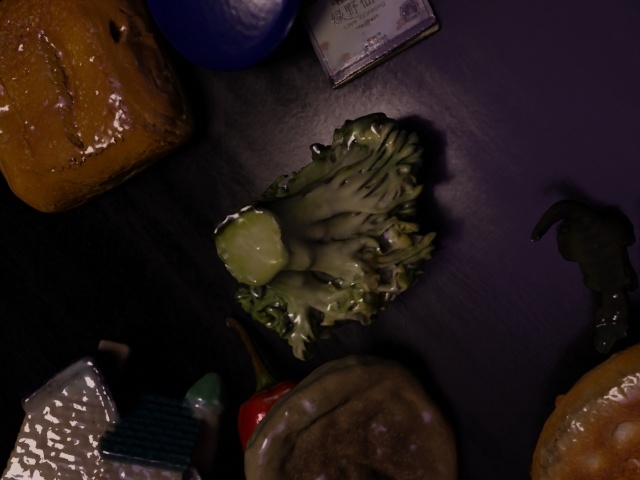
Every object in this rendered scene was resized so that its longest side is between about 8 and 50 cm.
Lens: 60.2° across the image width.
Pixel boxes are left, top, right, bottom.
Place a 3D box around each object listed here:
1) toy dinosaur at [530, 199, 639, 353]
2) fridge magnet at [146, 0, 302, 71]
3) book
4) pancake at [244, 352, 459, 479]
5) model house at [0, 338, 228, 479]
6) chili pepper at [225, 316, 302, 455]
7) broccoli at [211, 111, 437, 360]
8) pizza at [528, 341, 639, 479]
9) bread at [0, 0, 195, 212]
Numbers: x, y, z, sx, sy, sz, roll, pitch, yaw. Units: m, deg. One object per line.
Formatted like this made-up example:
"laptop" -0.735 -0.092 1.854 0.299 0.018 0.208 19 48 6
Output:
"toy dinosaur" 0.293 0.034 0.567 0.087 0.179 0.187 -25 93 26
"fridge magnet" -0.121 -0.347 0.686 0.266 0.113 0.265 12 112 32
"book" 0.030 -0.329 0.686 0.157 0.026 0.231 -24 91 25
"pancake" 0.045 0.289 0.717 0.295 0.049 0.294 0 92 -10
"model house" -0.305 0.309 0.869 0.299 0.243 0.284 12 80 -6
"chili pepper" -0.052 0.267 0.789 0.135 0.131 0.338 -19 91 15
"broccoli" 0.000 0.000 0.646 0.248 0.245 0.288 4 103 28
"pizza" 0.366 0.250 0.628 0.226 0.086 0.335 14 116 8
"bread" -0.378 -0.231 0.811 0.337 0.148 0.328 -20 93 25
